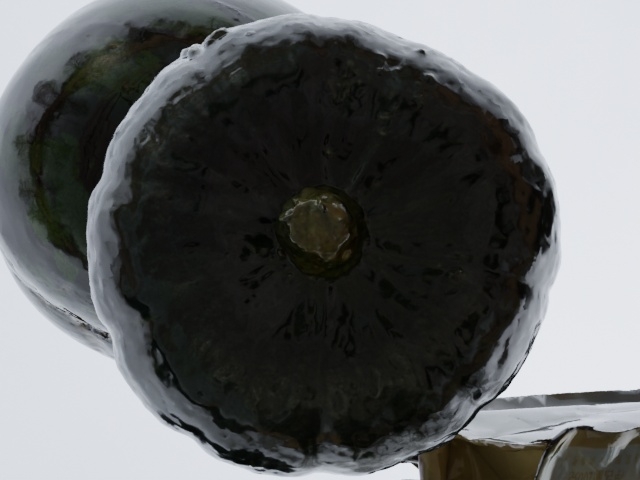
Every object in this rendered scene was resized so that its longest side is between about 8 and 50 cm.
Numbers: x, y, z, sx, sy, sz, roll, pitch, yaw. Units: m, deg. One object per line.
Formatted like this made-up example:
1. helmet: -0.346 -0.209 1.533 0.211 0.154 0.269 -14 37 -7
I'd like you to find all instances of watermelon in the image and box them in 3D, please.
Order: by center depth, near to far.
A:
1. watermelon: -0.085 -0.042 1.173 0.269 0.269 0.269 0 -91 -3

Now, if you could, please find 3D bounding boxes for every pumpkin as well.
1. pumpkin: 0.001 0.002 0.818 0.211 0.152 0.212 -1 -84 -10

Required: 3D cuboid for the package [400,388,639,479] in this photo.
1. package: 0.193 0.187 1.299 0.311 0.165 0.221 1 -67 -35
